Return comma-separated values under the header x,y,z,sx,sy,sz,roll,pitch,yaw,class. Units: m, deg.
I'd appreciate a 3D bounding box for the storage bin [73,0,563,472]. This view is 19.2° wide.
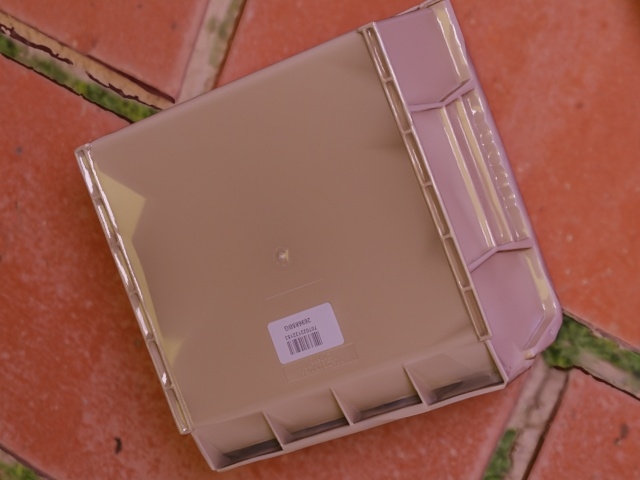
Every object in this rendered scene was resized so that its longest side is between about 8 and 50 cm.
x,y,z,sx,sy,sz,roll,pitch,yaw,class
0.000,0.000,1.325,0.262,0.123,0.260,-20,92,29,storage bin
